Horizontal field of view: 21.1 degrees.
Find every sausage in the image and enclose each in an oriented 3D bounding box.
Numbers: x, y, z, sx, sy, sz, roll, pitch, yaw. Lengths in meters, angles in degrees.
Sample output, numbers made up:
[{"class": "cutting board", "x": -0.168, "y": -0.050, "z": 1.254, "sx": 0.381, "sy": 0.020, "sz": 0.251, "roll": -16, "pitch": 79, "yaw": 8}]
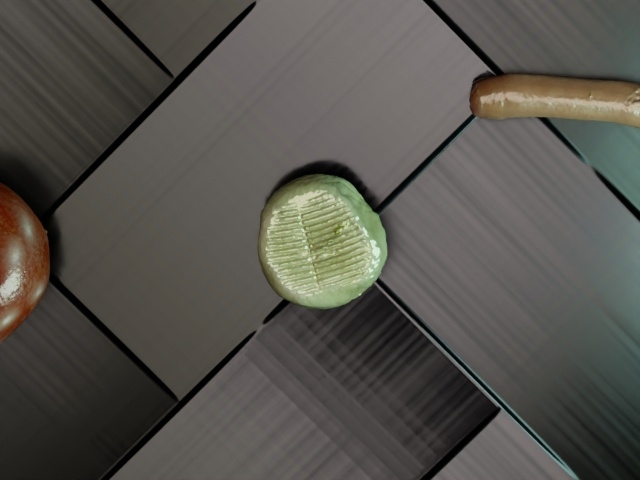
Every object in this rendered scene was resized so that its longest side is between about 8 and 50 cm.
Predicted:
[{"class": "sausage", "x": 0.218, "y": -0.116, "z": 1.445, "sx": 0.186, "sy": 0.043, "sz": 0.043, "roll": 5, "pitch": 99, "yaw": 0}]

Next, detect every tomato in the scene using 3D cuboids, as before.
[{"class": "tomato", "x": -0.300, "y": 0.024, "z": 1.428, "sx": 0.167, "sy": 0.167, "sz": 0.167, "roll": 0, "pitch": 99, "yaw": 1}]

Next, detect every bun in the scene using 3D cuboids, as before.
[{"class": "bun", "x": 0.000, "y": 0.000, "z": 1.453, "sx": 0.115, "sy": 0.069, "sz": 0.115, "roll": 0, "pitch": 97, "yaw": 1}]
